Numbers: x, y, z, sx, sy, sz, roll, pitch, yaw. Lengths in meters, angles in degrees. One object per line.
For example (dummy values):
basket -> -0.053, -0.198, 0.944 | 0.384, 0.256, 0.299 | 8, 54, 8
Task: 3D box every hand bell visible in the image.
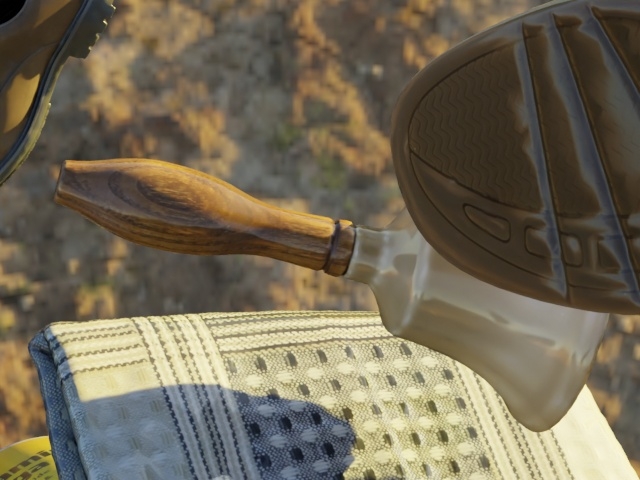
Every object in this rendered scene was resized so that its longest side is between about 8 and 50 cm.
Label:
hand bell -> 0.000, 0.000, 0.874 | 0.242, 0.126, 0.126 | 14, 49, -12

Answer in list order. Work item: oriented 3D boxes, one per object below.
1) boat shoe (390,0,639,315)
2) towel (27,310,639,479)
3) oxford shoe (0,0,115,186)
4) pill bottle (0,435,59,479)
boat shoe -> 0.185, -0.051, 0.699 | 0.341, 0.121, 0.110 | -8, 12, 35
towel -> 0.043, 0.162, 0.895 | 0.312, 0.056, 0.324 | 2, 51, -32
oxford shoe -> -0.243, -0.126, 1.428 | 0.096, 0.227, 0.083 | 22, 14, -34
pill bottle -> -0.179, 0.244, 1.418 | 0.188, 0.334, 0.188 | 0, 91, -24
